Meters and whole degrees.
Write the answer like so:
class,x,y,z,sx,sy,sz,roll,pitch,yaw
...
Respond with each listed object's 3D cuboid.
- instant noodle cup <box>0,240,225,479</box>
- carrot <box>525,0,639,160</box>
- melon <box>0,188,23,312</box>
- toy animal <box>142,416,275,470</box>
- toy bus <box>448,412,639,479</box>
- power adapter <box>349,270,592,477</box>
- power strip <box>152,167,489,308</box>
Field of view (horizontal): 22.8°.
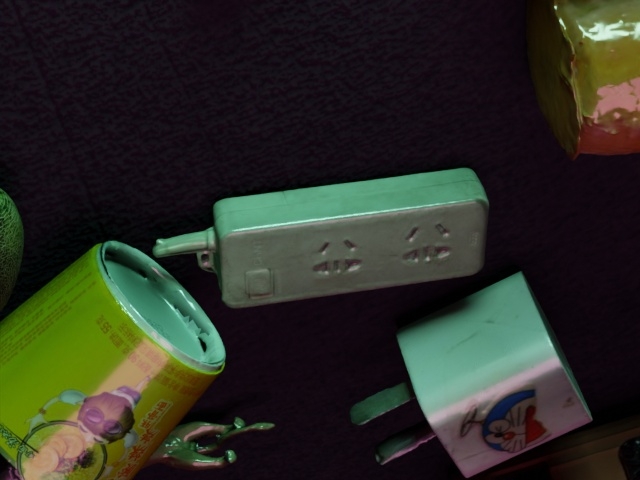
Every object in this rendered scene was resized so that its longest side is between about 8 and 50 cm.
class,x,y,z,sx,sy,sz,roll,pitch,yaw
instant noodle cup,-0.210,0.130,1.337,0.236,0.215,0.215,-44,128,11
carrot,0.302,-0.139,1.227,0.254,0.196,0.196,-8,133,-8
melon,-0.292,0.018,1.273,0.099,0.099,0.162,12,128,-24
toy animal,-0.151,0.192,1.490,0.219,0.069,0.086,-11,155,2
toy bus,0.355,0.292,1.621,0.426,0.203,0.233,-18,128,5
power adapter,0.129,0.140,1.472,0.204,0.125,0.130,-27,133,9
power strip,0.000,0.000,1.363,0.288,0.053,0.093,-8,133,-9
